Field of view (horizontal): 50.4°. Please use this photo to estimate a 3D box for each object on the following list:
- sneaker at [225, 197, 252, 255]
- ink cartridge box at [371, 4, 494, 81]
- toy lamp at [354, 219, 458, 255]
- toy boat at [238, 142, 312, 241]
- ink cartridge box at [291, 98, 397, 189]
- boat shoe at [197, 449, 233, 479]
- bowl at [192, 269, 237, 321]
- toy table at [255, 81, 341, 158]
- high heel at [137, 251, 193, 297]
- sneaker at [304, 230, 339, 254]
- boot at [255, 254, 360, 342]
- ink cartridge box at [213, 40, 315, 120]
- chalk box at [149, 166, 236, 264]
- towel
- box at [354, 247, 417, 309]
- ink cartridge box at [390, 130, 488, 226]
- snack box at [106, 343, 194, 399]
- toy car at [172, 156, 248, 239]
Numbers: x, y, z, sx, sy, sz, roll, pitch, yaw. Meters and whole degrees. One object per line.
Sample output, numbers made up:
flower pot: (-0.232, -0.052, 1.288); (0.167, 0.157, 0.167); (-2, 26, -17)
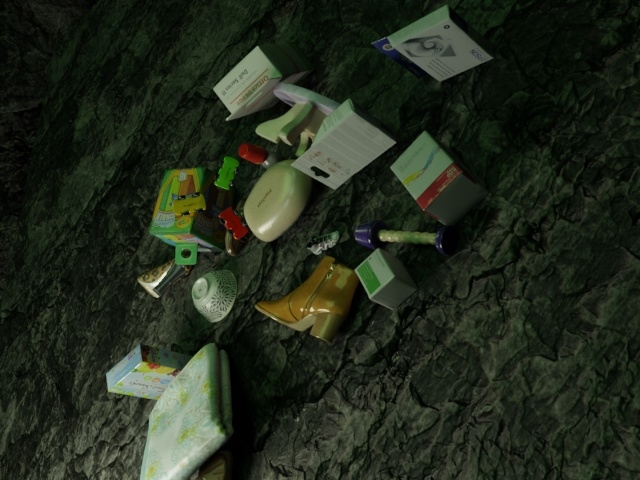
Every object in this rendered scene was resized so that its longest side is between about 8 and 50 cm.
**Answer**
sneaker: (-0.238, -0.043, 2.101); (0.071, 0.066, 0.188); (4, 76, 40)
ink cartridge box: (0.278, -0.469, 1.683); (0.224, 0.223, 0.045); (-17, 66, 39)
toy lamp: (0.200, -0.007, 1.654); (0.274, 0.080, 0.080); (8, 77, 44)
toy boat: (-0.131, -0.167, 2.017); (0.267, 0.148, 0.318); (-46, 53, 26)
ink cartridge box: (0.059, -0.253, 1.820); (0.232, 0.189, 0.066); (-33, 51, 30)
boat shoe: (-0.287, 0.702, 1.800); (0.104, 0.089, 0.285); (14, 83, 20)
bowl: (-0.343, 0.161, 2.096); (0.170, 0.080, 0.170); (-20, 59, 37)
toy table: (-0.037, -0.323, 1.923); (0.274, 0.252, 0.161); (25, 87, 26)
high heel: (-0.522, 0.104, 2.324); (0.186, 0.093, 0.261); (-48, 23, -19)
sneaker: (0.000, 0.000, 1.846); (0.098, 0.069, 0.038); (-39, 49, 25)
boot: (-0.029, 0.136, 1.802); (0.295, 0.104, 0.211); (14, 76, 41)
ink cartridge box: (-0.180, -0.487, 2.054); (0.207, 0.353, 0.119); (-36, 93, 26)
chalk box: (-0.412, -0.067, 2.175); (0.180, 0.179, 0.289); (-1, 70, 30)
towel: (-0.371, 0.499, 1.886); (0.320, 0.090, 0.374); (-49, 26, 17)
box: (0.157, 0.093, 1.627); (0.087, 0.102, 0.101); (-44, 46, 18)
ink cartridge box: (0.277, -0.145, 1.602); (0.127, 0.128, 0.176); (-47, 46, 17)
snack box: (-0.507, 0.401, 2.049); (0.174, 0.207, 0.070); (-39, 48, 23)
toy car: (-0.304, -0.143, 2.051); (0.053, 0.239, 0.225); (179, 113, -77)
